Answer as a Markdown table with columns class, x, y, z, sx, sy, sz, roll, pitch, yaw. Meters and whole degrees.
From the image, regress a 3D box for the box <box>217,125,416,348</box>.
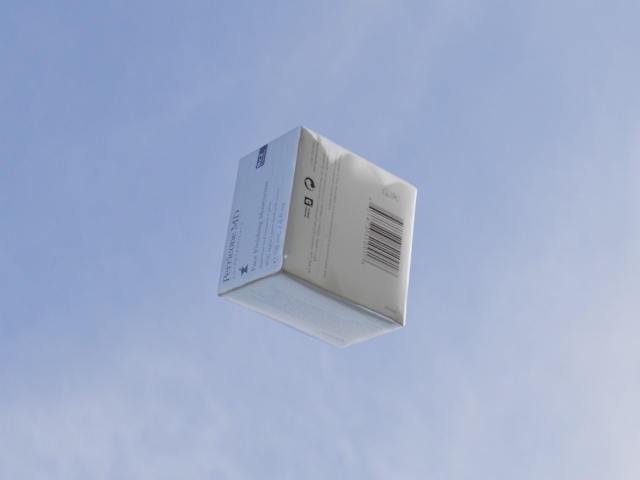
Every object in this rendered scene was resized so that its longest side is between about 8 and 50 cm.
| class | x | y | z | sx | sy | sz | roll | pitch | yaw |
| --- | --- | --- | --- | --- | --- | --- | --- | --- | --- |
| box | 0.000 | 0.000 | 1.424 | 0.181 | 0.181 | 0.119 | 25 | -32 | -32 |
